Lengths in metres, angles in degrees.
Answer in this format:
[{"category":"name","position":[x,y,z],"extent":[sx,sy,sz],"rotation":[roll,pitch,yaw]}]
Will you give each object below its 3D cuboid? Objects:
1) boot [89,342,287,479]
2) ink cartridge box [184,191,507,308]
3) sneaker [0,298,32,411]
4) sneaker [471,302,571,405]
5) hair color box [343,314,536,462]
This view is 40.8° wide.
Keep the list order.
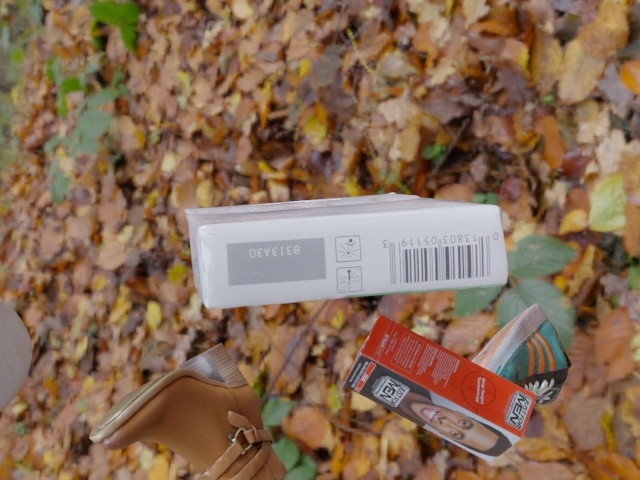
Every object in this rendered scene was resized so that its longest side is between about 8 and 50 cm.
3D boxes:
[{"category":"boot","position":[-0.162,0.278,1.152],"extent":[0.109,0.283,0.220],"rotation":[-30,87,23]},{"category":"ink cartridge box","position":[0.000,0.000,0.594],"extent":[0.225,0.181,0.056],"rotation":[-165,71,-78]},{"category":"sneaker","position":[-0.272,0.099,0.543],"extent":[0.212,0.094,0.080],"rotation":[-50,-55,-65]},{"category":"sneaker","position":[0.284,0.187,1.208],"extent":[0.121,0.302,0.108],"rotation":[50,124,8]},{"category":"hair color box","position":[0.095,0.123,0.705],"extent":[0.043,0.141,0.072],"rotation":[-61,-6,-32]}]
